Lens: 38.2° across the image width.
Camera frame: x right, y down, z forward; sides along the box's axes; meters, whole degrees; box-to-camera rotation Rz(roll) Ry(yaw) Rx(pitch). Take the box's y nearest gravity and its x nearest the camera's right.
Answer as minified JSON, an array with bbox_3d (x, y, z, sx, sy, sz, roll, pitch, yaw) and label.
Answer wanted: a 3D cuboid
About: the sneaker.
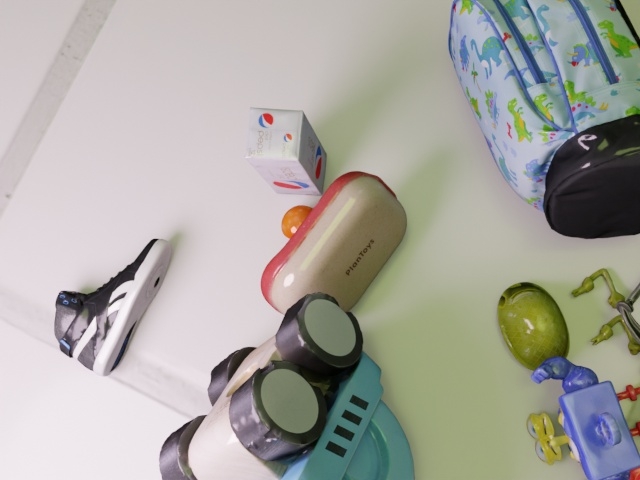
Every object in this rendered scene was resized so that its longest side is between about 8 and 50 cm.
[{"bbox_3d":[-0.314,0.076,1.340,0.121,0.079,0.217,26,86,10],"label":"sneaker"}]

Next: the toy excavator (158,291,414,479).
[{"bbox_3d":[0.022,0.352,1.126,0.445,0.433,0.222,43,128,-8],"label":"toy excavator"}]

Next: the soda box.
[{"bbox_3d":[-0.044,-0.117,1.267,0.074,0.216,0.069,4,82,9],"label":"soda box"}]

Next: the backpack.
[{"bbox_3d":[0.310,-0.203,1.207,0.273,0.290,0.355,-4,70,8],"label":"backpack"}]

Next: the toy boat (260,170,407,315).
[{"bbox_3d":[0.000,0.000,1.296,0.151,0.151,0.231,34,85,43],"label":"toy boat"}]

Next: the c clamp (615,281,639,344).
[{"bbox_3d":[0.446,0.072,1.236,0.137,0.022,0.160,43,59,-2],"label":"c clamp"}]

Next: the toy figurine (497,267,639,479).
[{"bbox_3d":[0.356,0.200,1.153,0.191,0.217,0.362,-17,78,5],"label":"toy figurine"}]
